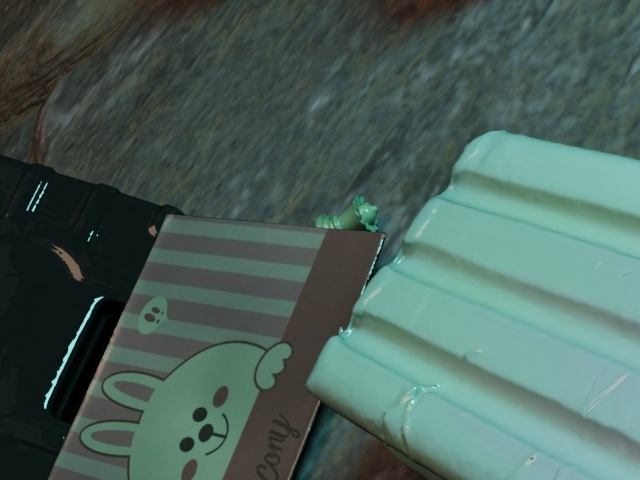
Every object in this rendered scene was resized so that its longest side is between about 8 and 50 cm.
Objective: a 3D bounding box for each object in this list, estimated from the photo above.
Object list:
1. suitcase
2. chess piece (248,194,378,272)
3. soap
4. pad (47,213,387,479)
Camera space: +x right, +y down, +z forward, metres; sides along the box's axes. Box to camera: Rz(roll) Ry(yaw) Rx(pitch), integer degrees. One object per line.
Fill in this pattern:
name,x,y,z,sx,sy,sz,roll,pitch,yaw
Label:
suitcase,-0.233,0.076,0.981,0.066,0.206,0.285,95,-165,-61
chess piece,0.000,0.000,0.897,0.093,0.042,0.042,-27,37,23
soap,0.133,0.057,0.596,0.173,0.095,0.289,-55,31,-8
pad,-0.087,0.117,0.847,0.202,0.005,0.300,6,65,40
